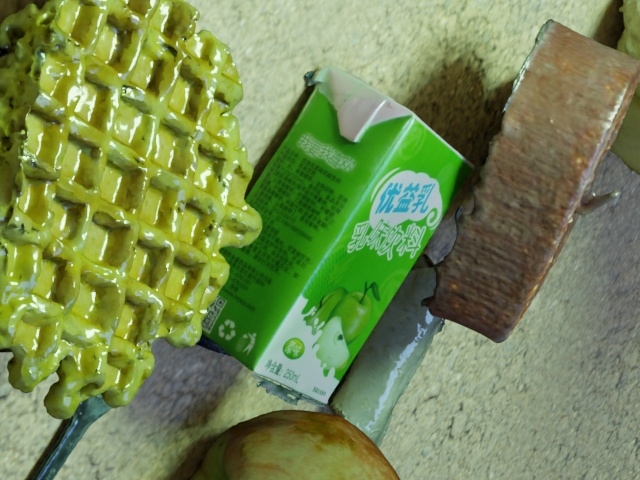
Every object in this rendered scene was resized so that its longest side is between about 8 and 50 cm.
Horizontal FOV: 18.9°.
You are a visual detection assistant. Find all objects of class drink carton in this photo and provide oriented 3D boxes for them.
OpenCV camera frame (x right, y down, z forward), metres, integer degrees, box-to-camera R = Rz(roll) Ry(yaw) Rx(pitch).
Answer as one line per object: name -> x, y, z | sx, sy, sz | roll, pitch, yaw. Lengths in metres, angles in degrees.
drink carton -> 0.000, 0.000, 1.669 | 0.271, 0.108, 0.161 | -58, 152, -1

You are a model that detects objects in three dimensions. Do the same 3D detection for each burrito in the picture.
burrito -> 0.074, 0.109, 1.916 | 0.087, 0.060, 0.226 | 6, 114, -61

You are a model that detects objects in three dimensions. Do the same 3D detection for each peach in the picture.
peach -> -0.008, 0.285, 1.765 | 0.256, 0.232, 0.232 | 34, 88, -17

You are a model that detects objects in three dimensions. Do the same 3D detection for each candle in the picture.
candle -> 0.203, -0.040, 1.784 | 0.287, 0.131, 0.317 | -61, 171, -17

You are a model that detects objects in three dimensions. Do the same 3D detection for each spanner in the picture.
spanner -> -0.244, 0.215, 1.610 | 0.254, 0.015, 0.054 | -56, 151, -1

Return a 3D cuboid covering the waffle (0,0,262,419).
waffle -> -0.152, -0.041, 1.354 | 0.312, 0.060, 0.307 | -52, 131, -41

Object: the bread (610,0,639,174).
bread -> 0.536, -0.191, 1.991 | 0.371, 0.390, 0.279 | -45, 152, -17

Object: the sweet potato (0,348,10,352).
sweet potato -> -0.232, 0.021, 1.374 | 0.310, 0.098, 0.124 | 21, 80, -57
